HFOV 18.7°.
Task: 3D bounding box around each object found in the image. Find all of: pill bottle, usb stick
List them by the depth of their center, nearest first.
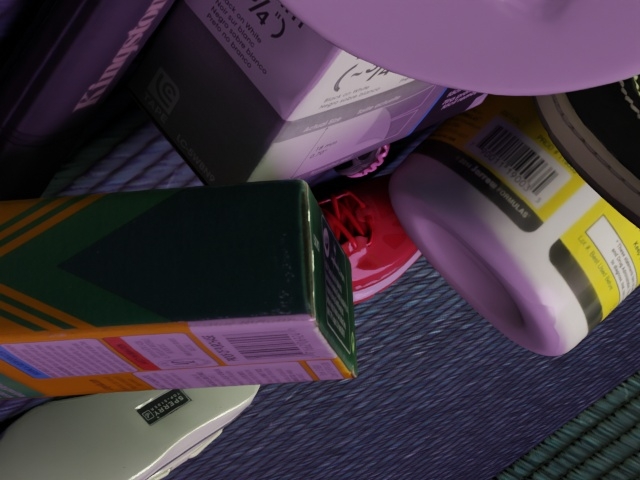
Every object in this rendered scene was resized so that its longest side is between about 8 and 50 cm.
[{"bbox_3d":[-0.124,-0.109,1.039,0.077,0.045,0.278,-15,152,-48],"label":"usb stick"},{"bbox_3d":[0.227,-0.088,1.446,0.334,0.188,0.188,-43,163,-9],"label":"pill bottle"}]

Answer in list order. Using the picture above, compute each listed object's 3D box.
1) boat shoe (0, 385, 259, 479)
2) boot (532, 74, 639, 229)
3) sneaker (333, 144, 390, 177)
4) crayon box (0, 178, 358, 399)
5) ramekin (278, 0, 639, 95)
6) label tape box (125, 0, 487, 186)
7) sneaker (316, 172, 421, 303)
[{"bbox_3d":[-0.166,0.165,1.587,0.267,0.096,0.088,-31,159,-40],"label":"boat shoe"},{"bbox_3d":[0.261,-0.172,1.173,0.284,0.138,0.377,-49,-158,25],"label":"boot"},{"bbox_3d":[0.029,-0.090,1.375,0.057,0.047,0.119,-1,142,-33],"label":"sneaker"},{"bbox_3d":[-0.151,0.037,1.124,0.323,0.083,0.203,-5,167,6],"label":"crayon box"},{"bbox_3d":[0.079,-0.191,0.800,0.277,0.277,0.135,-52,-162,41],"label":"ramekin"},{"bbox_3d":[0.066,-0.181,1.073,0.241,0.106,0.333,-25,161,-42],"label":"label tape box"},{"bbox_3d":[0.000,0.000,1.469,0.221,0.087,0.128,-32,163,-12],"label":"sneaker"}]
